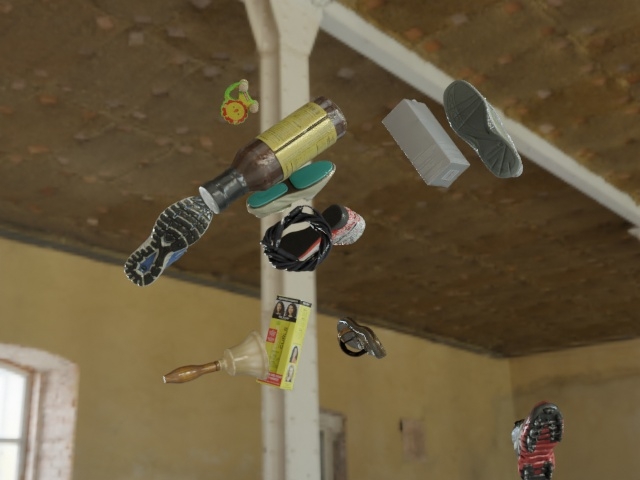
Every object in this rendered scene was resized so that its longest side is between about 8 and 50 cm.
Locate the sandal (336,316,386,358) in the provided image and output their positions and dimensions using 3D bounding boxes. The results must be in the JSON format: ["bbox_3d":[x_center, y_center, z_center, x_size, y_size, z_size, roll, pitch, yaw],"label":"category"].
[{"bbox_3d":[0.074,0.217,1.757,0.060,0.090,0.219,-37,15,-12],"label":"sandal"}]

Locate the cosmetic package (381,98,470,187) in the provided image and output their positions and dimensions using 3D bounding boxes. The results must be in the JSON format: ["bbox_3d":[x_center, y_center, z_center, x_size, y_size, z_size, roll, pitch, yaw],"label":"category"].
[{"bbox_3d":[0.289,-0.269,2.289,0.107,0.238,0.127,-46,-26,27],"label":"cosmetic package"}]

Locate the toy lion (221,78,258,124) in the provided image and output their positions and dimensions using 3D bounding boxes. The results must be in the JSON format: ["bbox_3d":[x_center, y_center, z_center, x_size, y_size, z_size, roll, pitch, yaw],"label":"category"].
[{"bbox_3d":[-0.212,-0.347,2.116,0.096,0.034,0.100,-21,-60,8],"label":"toy lion"}]

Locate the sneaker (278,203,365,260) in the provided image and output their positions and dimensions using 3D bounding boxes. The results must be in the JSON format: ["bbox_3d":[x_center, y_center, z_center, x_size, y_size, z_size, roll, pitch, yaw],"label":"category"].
[{"bbox_3d":[0.001,0.001,2.353,0.270,0.090,0.145,-35,-30,24],"label":"sneaker"}]

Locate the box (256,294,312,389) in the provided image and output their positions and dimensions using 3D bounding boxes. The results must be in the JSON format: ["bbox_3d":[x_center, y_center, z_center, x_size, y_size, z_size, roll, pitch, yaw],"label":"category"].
[{"bbox_3d":[-0.094,0.263,2.151,0.087,0.232,0.058,10,-7,34],"label":"box"}]

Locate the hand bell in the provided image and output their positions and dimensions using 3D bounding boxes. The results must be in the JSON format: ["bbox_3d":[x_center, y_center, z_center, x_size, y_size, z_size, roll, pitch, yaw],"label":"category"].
[{"bbox_3d":[-0.258,0.302,2.002,0.242,0.126,0.126,-10,-14,-24],"label":"hand bell"}]

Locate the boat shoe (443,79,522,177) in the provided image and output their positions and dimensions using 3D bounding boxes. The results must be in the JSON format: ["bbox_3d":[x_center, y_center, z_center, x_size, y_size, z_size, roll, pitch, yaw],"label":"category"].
[{"bbox_3d":[0.458,-0.310,2.341,0.118,0.320,0.103,-40,-15,19],"label":"boat shoe"}]

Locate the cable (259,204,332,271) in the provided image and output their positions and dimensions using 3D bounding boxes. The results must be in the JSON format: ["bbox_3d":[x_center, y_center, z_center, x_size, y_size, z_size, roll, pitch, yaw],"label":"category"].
[{"bbox_3d":[-0.050,0.001,1.766,0.150,0.184,0.047,-26,-46,-3],"label":"cable"}]

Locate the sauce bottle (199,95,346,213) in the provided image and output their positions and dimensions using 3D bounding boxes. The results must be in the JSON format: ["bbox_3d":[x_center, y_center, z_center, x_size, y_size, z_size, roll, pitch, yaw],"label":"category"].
[{"bbox_3d":[-0.103,-0.180,1.769,0.344,0.111,0.111,-35,-9,-20],"label":"sauce bottle"}]

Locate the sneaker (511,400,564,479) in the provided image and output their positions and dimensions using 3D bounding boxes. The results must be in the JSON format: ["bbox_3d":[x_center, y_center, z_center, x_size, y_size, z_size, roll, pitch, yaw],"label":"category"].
[{"bbox_3d":[0.518,0.463,2.010,0.098,0.135,0.276,-5,-49,-1],"label":"sneaker"}]

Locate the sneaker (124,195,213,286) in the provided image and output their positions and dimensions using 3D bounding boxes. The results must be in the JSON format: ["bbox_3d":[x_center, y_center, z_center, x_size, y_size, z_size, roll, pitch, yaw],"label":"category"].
[{"bbox_3d":[-0.434,-0.014,2.421,0.330,0.130,0.147,-42,8,15],"label":"sneaker"}]

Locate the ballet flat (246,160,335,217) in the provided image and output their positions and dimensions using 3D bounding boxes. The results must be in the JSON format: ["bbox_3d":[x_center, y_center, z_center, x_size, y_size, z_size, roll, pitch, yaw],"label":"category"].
[{"bbox_3d":[-0.070,-0.124,2.129,0.248,0.086,0.086,-23,-20,0],"label":"ballet flat"}]
